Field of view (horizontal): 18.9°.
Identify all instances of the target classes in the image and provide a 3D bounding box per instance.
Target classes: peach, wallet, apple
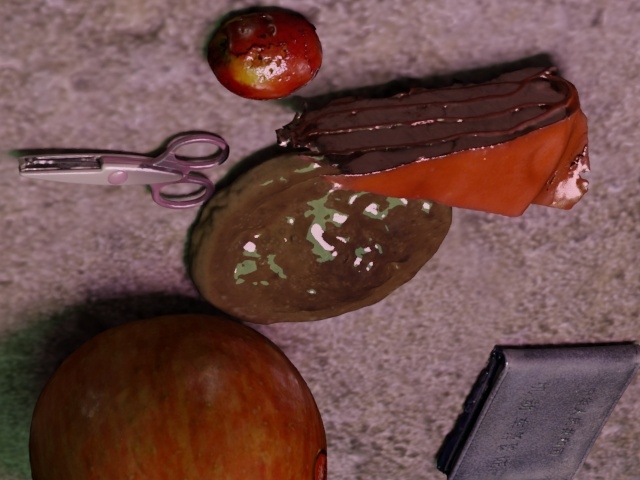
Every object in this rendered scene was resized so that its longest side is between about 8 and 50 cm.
[{"bbox_3d":[-0.041,-0.140,1.500,0.083,0.050,0.077,4,140,-30],"label":"peach"},{"bbox_3d":[0.228,0.185,2.011,0.167,0.036,0.222,0,139,-20],"label":"wallet"},{"bbox_3d":[-0.126,0.215,1.748,0.277,0.250,0.309,-27,144,12],"label":"apple"}]

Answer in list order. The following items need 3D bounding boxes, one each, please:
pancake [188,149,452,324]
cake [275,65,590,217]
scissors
[{"bbox_3d":[0.000,0.000,1.686,0.242,0.050,0.242,-11,142,-9],"label":"pancake"},{"bbox_3d":[0.103,-0.087,1.581,0.287,0.098,0.135,0,141,-27],"label":"cake"},{"bbox_3d":[-0.163,-0.057,1.577,0.176,0.022,0.085,1,137,-25],"label":"scissors"}]
